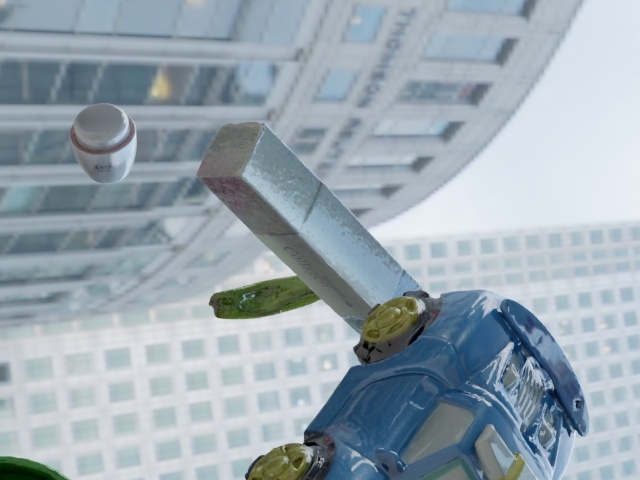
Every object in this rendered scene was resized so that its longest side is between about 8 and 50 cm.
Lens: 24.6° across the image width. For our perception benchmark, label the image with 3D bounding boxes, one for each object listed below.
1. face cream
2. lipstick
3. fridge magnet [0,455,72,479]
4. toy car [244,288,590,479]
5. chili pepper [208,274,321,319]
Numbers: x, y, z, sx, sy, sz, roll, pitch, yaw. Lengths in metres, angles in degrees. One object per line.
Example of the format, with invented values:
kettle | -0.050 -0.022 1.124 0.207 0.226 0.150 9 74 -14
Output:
face cream | -0.298 -0.133 2.022 0.091 0.091 0.095 49 -25 35
lipstick | 0.000 0.000 1.495 0.066 0.317 0.068 3 -122 42
fridge magnet | -0.249 0.263 1.091 0.208 0.088 0.208 -3 -107 9
toy car | 0.082 0.182 1.075 0.166 0.314 0.198 -6 -54 47
chili pepper | -0.044 0.067 1.920 0.050 0.202 0.052 -85 159 -84
